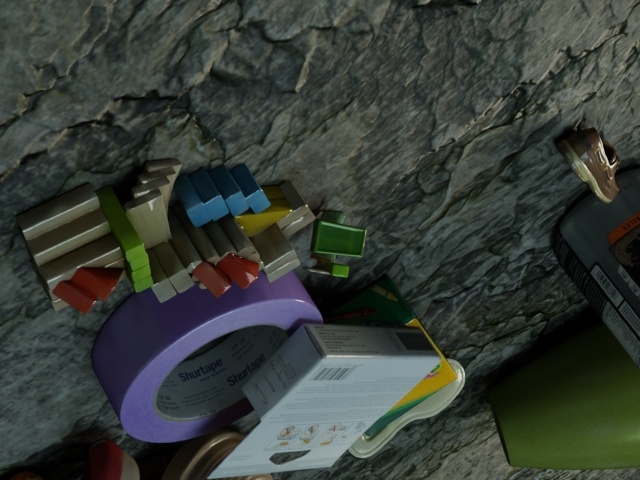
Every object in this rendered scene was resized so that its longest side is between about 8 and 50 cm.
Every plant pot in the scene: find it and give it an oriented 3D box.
[{"bbox_3d":[0.444,0.280,2.378,0.293,0.275,0.275,-16,151,3],"label":"plant pot"},{"bbox_3d":[-0.129,0.390,1.959,0.237,0.109,0.237,-29,125,-53],"label":"plant pot"}]

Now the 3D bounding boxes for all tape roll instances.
[{"bbox_3d":[-0.136,0.130,1.702,0.274,0.090,0.275,-24,150,-15],"label":"tape roll"}]

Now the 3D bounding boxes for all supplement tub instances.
[{"bbox_3d":[0.506,0.078,2.004,0.207,0.338,0.207,-25,151,-15],"label":"supplement tub"}]

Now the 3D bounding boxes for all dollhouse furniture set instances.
[{"bbox_3d":[0.000,0.000,1.608,0.058,0.076,0.151,9,-179,-17],"label":"dollhouse furniture set"}]

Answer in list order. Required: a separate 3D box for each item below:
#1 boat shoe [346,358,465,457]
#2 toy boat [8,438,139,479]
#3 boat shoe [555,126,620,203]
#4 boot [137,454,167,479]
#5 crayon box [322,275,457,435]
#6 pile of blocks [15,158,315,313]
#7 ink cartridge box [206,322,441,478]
[{"bbox_3d":[0.121,0.254,2.187,0.233,0.084,0.079,-31,-170,-18],"label":"boat shoe"},{"bbox_3d":[-0.341,0.351,1.800,0.231,0.151,0.151,-52,-166,-2],"label":"toy boat"},{"bbox_3d":[0.377,-0.102,1.885,0.060,0.064,0.178,-38,149,12],"label":"boat shoe"},{"bbox_3d":[-0.269,0.349,1.965,0.114,0.037,0.106,-20,151,-31],"label":"boot"},{"bbox_3d":[0.082,0.170,1.988,0.165,0.081,0.278,-34,151,2],"label":"crayon box"},{"bbox_3d":[-0.138,0.000,1.476,0.362,0.113,0.149,-12,145,-34],"label":"pile of blocks"},{"bbox_3d":[-0.002,0.207,1.803,0.239,0.060,0.275,-46,152,24],"label":"ink cartridge box"}]
